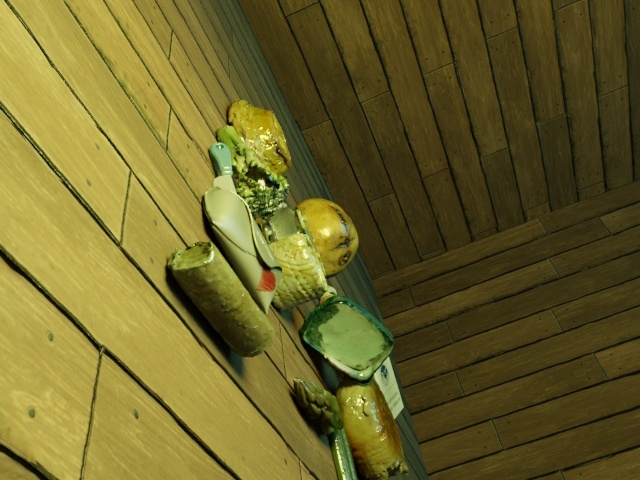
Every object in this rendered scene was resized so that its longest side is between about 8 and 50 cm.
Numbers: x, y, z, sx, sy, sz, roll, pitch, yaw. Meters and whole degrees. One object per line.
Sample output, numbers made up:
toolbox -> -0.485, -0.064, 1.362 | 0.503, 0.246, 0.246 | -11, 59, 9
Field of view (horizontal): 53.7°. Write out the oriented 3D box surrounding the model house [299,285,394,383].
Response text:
model house -> 0.058, 0.247, 1.875 | 0.253, 0.184, 0.291 | 37, 5, -17

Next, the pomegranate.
pomegranate -> 0.000, 0.000, 2.028 | 0.260, 0.260, 0.260 | -21, 90, -82

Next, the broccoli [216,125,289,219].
broccoli -> -0.198, -0.189, 1.638 | 0.165, 0.145, 0.304 | 38, 20, -56

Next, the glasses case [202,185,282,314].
glasses case -> -0.160, 0.025, 1.407 | 0.128, 0.083, 0.308 | -100, 166, -56

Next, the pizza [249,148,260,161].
pizza -> -0.182, -0.146, 1.809 | 0.199, 0.062, 0.188 | 69, 10, -54

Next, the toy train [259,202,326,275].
toy train -> -0.081, 0.018, 1.807 | 0.177, 0.134, 0.261 | 71, 0, -80

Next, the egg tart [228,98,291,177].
egg tart -> -0.177, -0.302, 1.999 | 0.341, 0.129, 0.341 | -21, 90, -84

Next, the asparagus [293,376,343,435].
asparagus -> -0.001, 0.406, 1.526 | 0.080, 0.080, 0.287 | -102, 167, -48

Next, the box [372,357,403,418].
box -> 0.190, 0.471, 2.111 | 0.164, 0.069, 0.257 | -19, 93, -65

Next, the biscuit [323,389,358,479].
biscuit -> 0.054, 0.544, 1.667 | 0.099, 0.038, 0.322 | 55, 16, -49

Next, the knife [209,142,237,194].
knife -> -0.228, -0.140, 1.507 | 0.032, 0.058, 0.244 | 119, -36, -47

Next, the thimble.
thimble -> -0.073, 0.086, 1.618 | 0.137, 0.143, 0.191 | -80, 149, -76

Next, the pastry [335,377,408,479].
pastry -> 0.143, 0.548, 1.881 | 0.329, 0.136, 0.330 | -23, 90, -81

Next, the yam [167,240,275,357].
yam -> -0.171, 0.104, 1.114 | 0.093, 0.093, 0.259 | -102, 168, -49
